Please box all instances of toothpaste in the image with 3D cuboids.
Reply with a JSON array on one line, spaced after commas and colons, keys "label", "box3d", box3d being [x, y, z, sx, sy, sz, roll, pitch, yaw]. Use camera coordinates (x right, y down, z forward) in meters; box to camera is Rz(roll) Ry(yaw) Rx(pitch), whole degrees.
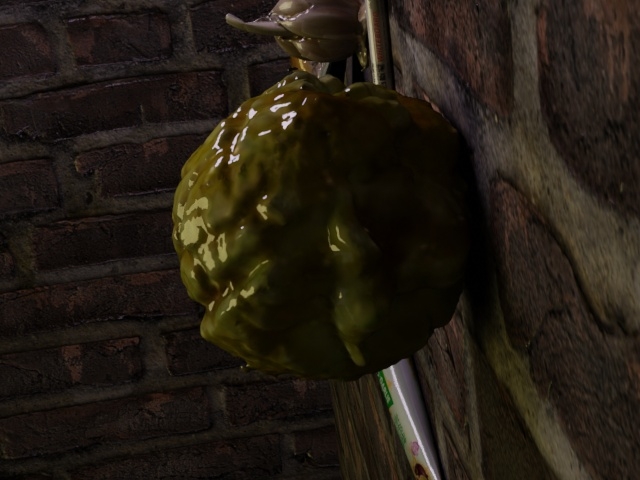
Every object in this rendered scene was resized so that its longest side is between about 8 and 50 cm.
[{"label": "toothpaste", "box3d": [0.117, 0.228, 1.627, 0.058, 0.056, 0.314, 32, -151, -37]}]

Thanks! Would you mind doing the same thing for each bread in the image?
[{"label": "bread", "box3d": [-0.015, -0.329, 2.220, 0.106, 0.082, 0.125, -23, -72, -86]}]

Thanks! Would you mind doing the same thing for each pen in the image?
[{"label": "pen", "box3d": [0.070, -0.220, 1.490, 0.026, 0.026, 0.218, -107, 10, -70]}]

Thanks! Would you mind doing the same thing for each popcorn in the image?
[{"label": "popcorn", "box3d": [-0.003, -0.010, 1.121, 0.247, 0.282, 0.282, -47, 44, 47]}]

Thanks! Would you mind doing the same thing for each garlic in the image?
[{"label": "garlic", "box3d": [-0.023, -0.285, 1.629, 0.131, 0.194, 0.127, 77, -169, -51]}]

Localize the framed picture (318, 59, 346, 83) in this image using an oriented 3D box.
[{"label": "framed picture", "box3d": [0.001, -0.185, 1.858, 0.216, 0.016, 0.273, 93, -167, -60]}]
